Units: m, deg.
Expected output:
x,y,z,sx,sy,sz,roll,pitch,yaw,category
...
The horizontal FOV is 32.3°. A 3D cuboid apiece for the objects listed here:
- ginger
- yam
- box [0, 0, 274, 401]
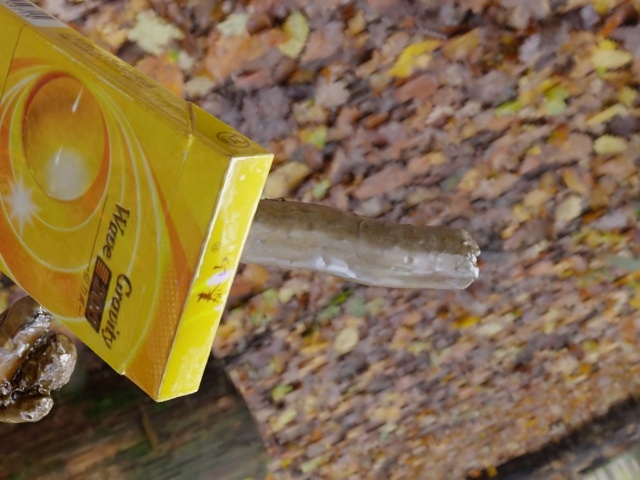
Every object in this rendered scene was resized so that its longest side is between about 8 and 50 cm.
x,y,z,sx,sy,sz,roll,pitch,yaw,category
-0.274,0.119,0.968,0.162,0.073,0.103,-32,123,23,ginger
0.000,0.000,0.814,0.241,0.056,0.057,8,155,-11,yam
-0.152,-0.041,0.643,0.043,0.269,0.152,-12,127,-49,box
